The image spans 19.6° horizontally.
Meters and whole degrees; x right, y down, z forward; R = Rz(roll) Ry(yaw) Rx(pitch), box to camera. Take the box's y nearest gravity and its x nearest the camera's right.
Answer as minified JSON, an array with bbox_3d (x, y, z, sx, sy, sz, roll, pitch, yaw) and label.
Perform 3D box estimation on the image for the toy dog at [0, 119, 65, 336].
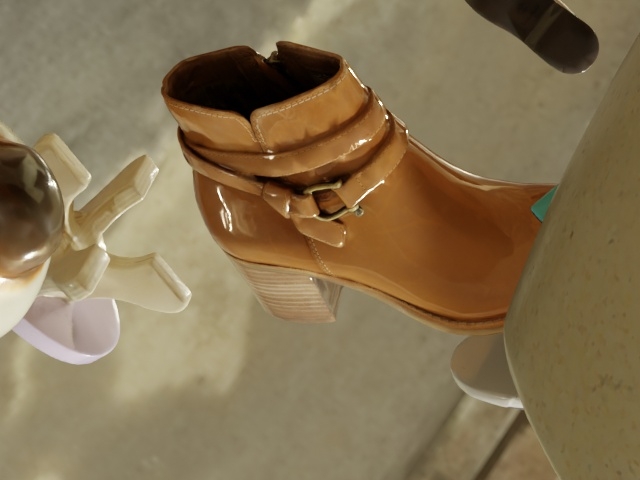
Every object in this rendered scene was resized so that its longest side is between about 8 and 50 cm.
[{"bbox_3d":[-0.341,-0.093,1.335,0.395,0.408,0.284,1,147,-48],"label":"toy dog"}]

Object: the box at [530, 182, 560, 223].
[{"bbox_3d":[0.205,0.037,1.024,0.060,0.244,0.100,-41,116,4],"label":"box"}]

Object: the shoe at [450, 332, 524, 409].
[{"bbox_3d":[0.180,0.106,1.270,0.081,0.178,0.063,60,40,-45],"label":"shoe"}]

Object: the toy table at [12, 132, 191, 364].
[{"bbox_3d":[-0.286,0.006,2.119,0.161,0.252,0.274,-28,125,30],"label":"toy table"}]

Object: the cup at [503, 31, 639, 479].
[{"bbox_3d":[0.203,0.024,0.621,0.237,0.331,0.331,-37,147,17],"label":"cup"}]

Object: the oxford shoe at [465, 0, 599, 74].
[{"bbox_3d":[0.190,-0.251,1.875,0.076,0.076,0.212,-43,109,9],"label":"oxford shoe"}]

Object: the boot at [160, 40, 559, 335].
[{"bbox_3d":[0.049,-0.047,1.199,0.220,0.283,0.109,66,31,-44],"label":"boot"}]
